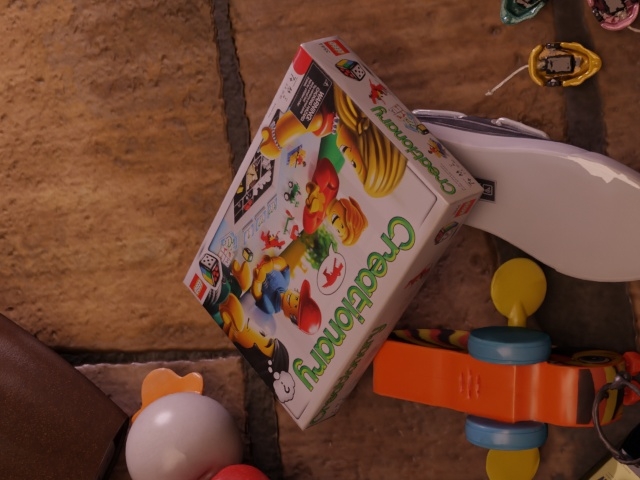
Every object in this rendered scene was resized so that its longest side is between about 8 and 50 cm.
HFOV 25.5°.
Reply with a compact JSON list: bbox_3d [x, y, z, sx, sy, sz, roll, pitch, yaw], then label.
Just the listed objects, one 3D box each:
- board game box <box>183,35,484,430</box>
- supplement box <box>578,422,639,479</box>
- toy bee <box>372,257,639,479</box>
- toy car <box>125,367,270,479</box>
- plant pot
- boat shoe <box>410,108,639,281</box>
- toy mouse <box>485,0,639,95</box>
[{"bbox_3d":[0.000,0.000,1.236,0.193,0.053,0.305,48,133,22],"label":"board game box"},{"bbox_3d":[0.260,0.215,1.224,0.056,0.083,0.083,45,112,11],"label":"supplement box"},{"bbox_3d":[0.195,0.133,1.219,0.298,0.162,0.195,37,120,39],"label":"toy bee"},{"bbox_3d":[-0.138,0.239,1.353,0.210,0.219,0.238,-39,54,23],"label":"toy car"},{"bbox_3d":[-0.316,0.180,1.397,0.230,0.215,0.215,23,106,2],"label":"plant pot"},{"bbox_3d":[0.173,-0.050,1.204,0.301,0.102,0.108,14,119,27],"label":"boat shoe"},{"bbox_3d":[0.214,-0.204,1.205,0.161,0.031,0.143,-5,97,22],"label":"toy mouse"}]
